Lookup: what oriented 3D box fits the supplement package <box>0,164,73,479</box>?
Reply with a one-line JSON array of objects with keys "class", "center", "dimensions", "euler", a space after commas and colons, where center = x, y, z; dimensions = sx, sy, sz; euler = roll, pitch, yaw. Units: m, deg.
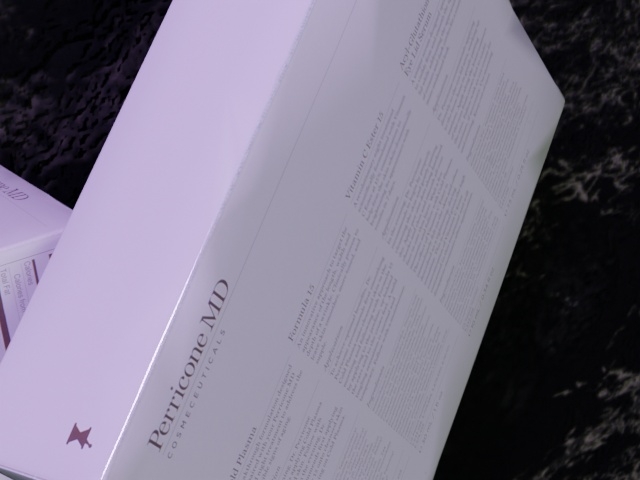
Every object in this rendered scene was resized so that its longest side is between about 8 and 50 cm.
[{"class": "supplement package", "center": [-0.240, 0.066, 0.663], "dimensions": [0.244, 0.139, 0.134], "euler": [-20, 117, -30]}]

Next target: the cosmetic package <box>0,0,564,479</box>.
[{"class": "cosmetic package", "center": [0.000, 0.000, 0.730], "dimensions": [0.284, 0.097, 0.377], "euler": [48, 58, -52]}]
